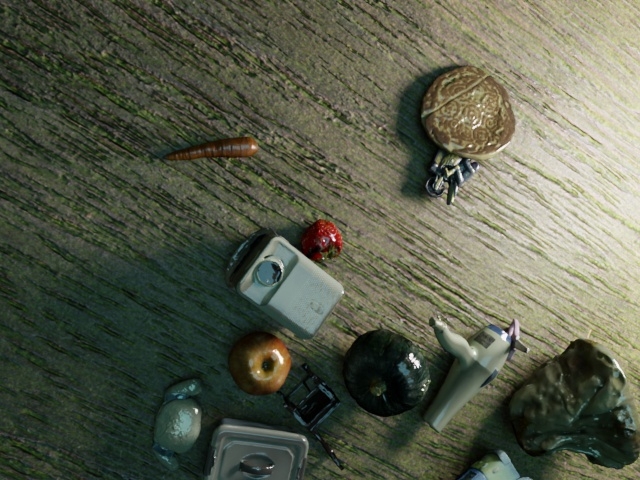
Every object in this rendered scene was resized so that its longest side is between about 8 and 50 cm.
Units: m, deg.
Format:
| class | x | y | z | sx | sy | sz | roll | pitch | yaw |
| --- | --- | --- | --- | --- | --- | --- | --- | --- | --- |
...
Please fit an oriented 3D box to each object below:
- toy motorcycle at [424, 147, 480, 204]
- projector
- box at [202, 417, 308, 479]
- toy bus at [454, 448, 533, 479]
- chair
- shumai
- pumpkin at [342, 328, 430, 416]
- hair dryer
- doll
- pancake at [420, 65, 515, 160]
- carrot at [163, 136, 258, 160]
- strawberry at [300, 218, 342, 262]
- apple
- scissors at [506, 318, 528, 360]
| class | x | y | z | sx | sy | sz | roll | pitch | yaw |
| --- | --- | --- | --- | --- | --- | --- | --- | --- | --- |
| toy motorcycle | 0.333 | -0.182 | 1.453 | 0.124 | 0.061 | 0.193 | 20 | 80 | -6 |
| projector | -0.089 | 0.093 | 1.312 | 0.242 | 0.177 | 0.163 | 39 | 83 | -11 |
| box | -0.150 | 0.500 | 1.343 | 0.227 | 0.130 | 0.162 | 12 | 91 | -12 |
| toy bus | 0.463 | 0.693 | 1.434 | 0.190 | 0.152 | 0.312 | -30 | 76 | -10 |
| chair | 0.009 | 0.419 | 1.389 | 0.113 | 0.106 | 0.229 | -43 | 102 | -5 |
| shumai | 0.599 | 0.420 | 1.443 | 0.263 | 0.309 | 0.304 | -18 | 134 | 0 |
| pumpkin | 0.150 | 0.313 | 1.370 | 0.152 | 0.211 | 0.212 | -29 | 101 | -44 |
| hair dryer | 0.312 | 0.330 | 1.424 | 0.298 | 0.119 | 0.296 | 15 | 101 | -36 |
| doll | -0.323 | 0.415 | 1.328 | 0.103 | 0.071 | 0.214 | 14 | 86 | -14 |
| pancake | 0.368 | -0.311 | 1.440 | 0.250 | 0.031 | 0.250 | 2 | 77 | -11 |
| carrot | -0.249 | -0.204 | 1.331 | 0.216 | 0.048 | 0.048 | -8 | 95 | -8 |
| strawberry | 0.000 | -0.001 | 1.374 | 0.106 | 0.106 | 0.106 | -1 | 93 | -13 |
| apple | -0.139 | 0.281 | 1.334 | 0.146 | 0.131 | 0.146 | 1 | 87 | -13 |
| scissors | 0.486 | 0.255 | 1.437 | 0.021 | 0.212 | 0.110 | 11 | 90 | 4 |
